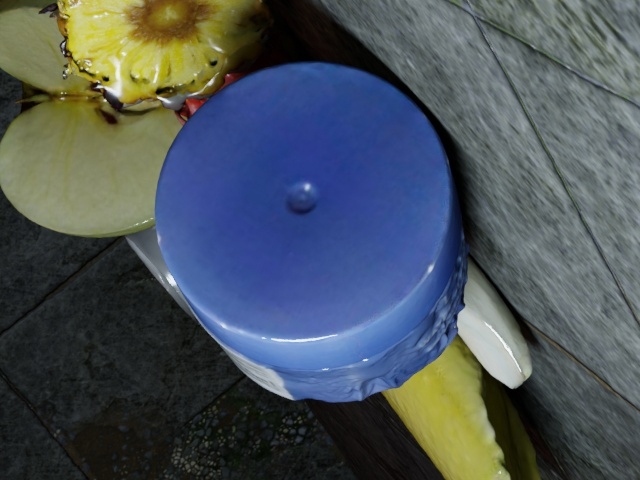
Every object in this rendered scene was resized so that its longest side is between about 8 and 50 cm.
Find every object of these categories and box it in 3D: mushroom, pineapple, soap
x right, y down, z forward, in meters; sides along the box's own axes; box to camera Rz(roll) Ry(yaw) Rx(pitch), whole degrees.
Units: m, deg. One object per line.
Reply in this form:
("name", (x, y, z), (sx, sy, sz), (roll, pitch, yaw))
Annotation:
("mushroom", (0.128, 0.046, 1.797), (0.209, 0.071, 0.084), (49, 143, 0))
("pineapple", (-0.142, -0.211, 1.694), (0.225, 0.225, 0.076), (59, -174, -44))
("soap", (0.122, 0.142, 2.056), (0.427, 0.115, 0.306), (54, 178, 30))

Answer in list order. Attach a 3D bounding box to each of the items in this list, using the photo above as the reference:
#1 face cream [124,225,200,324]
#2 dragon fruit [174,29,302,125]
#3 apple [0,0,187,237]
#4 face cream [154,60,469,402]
("face cream", (-0.144, -0.008, 2.614), (0.175, 0.195, 0.175), (49, 171, 11))
("dragon fruit", (-0.087, -0.152, 1.833), (0.207, 0.133, 0.150), (49, 132, 1))
("apple", (-0.217, -0.164, 2.074), (0.233, 0.258, 0.295), (-62, -31, -62))
("face cream", (0.000, 0.000, 1.640), (0.249, 0.249, 0.225), (49, 174, 18))
